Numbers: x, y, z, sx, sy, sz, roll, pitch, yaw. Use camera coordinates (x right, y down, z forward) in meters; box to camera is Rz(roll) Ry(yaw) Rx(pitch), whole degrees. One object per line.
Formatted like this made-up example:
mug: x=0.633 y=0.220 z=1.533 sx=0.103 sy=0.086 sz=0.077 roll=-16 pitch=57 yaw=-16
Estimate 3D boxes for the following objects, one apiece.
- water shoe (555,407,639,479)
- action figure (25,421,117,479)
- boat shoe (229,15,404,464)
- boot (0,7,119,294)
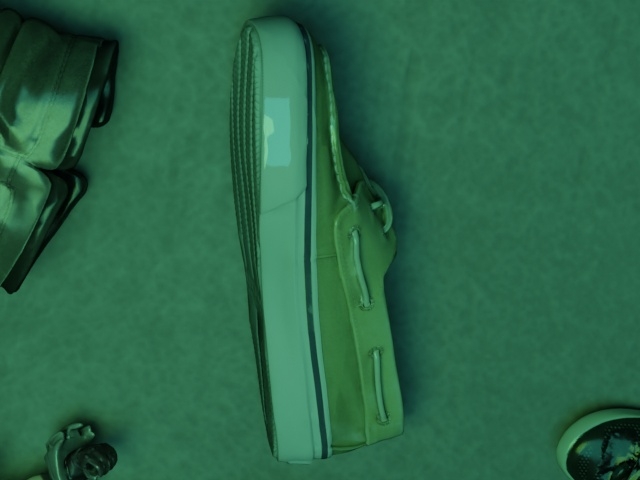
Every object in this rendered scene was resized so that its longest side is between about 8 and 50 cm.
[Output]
water shoe: x=0.252 y=0.176 z=1.141 sx=0.203 sy=0.080 sz=0.073 roll=26 pitch=107 yaw=-5
action figure: x=-0.140 y=0.218 z=1.153 sx=0.285 sy=0.099 sz=0.185 roll=9 pitch=75 yaw=-10
boat shoe: x=0.000 y=0.000 z=1.101 sx=0.094 sy=0.109 sz=0.302 roll=-9 pitch=117 yaw=-10
boot: x=-0.283 y=-0.018 z=1.095 sx=0.222 sy=0.118 sz=0.338 roll=29 pitch=110 yaw=-10
